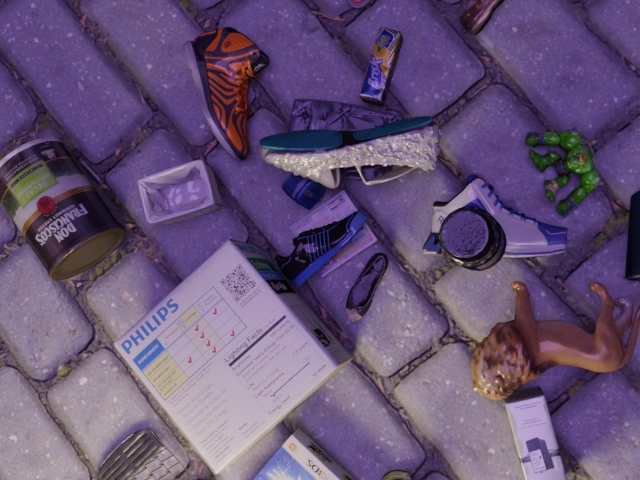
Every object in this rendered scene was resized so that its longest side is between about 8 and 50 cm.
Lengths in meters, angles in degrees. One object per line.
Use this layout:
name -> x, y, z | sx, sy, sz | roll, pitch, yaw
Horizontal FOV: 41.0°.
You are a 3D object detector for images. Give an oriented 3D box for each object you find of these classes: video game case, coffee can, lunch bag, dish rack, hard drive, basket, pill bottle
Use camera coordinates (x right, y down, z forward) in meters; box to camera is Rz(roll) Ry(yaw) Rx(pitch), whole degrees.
video game case -> 0.029, -0.015, 1.985 | 0.157, 0.019, 0.143 | -34, 82, 5
video game case -> -0.049, 0.602, 1.915 | 0.244, 0.061, 0.270 | 41, 103, 11
coffee can -> -0.615, -0.074, 1.999 | 0.201, 0.201, 0.275 | -38, 81, 5
lunch bag -> -0.034, -0.113, 1.964 | 0.067, 0.098, 0.065 | -49, 63, 5
dish rack -> -0.392, 0.584, 1.985 | 0.208, 0.074, 0.271 | -45, 81, 3
hard drive -> 0.051, -0.230, 1.977 | 0.254, 0.054, 0.172 | 10, 88, 9
basket -> -0.325, -0.108, 2.004 | 0.167, 0.103, 0.113 | -17, 84, 7
pill bottle -> 0.305, -0.004, 1.724 | 0.122, 0.219, 0.123 | -2, 84, 17

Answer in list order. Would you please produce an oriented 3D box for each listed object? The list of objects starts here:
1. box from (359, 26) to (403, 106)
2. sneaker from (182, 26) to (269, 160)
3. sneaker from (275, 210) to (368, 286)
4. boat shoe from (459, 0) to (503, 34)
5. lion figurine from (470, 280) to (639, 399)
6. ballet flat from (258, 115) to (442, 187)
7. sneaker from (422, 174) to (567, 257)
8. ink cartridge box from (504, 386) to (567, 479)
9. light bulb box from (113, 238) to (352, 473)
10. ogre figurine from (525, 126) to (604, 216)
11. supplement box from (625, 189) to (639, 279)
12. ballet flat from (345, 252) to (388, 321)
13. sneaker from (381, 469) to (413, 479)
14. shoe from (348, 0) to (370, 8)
box -> 0.140, -0.399, 1.971 | 0.054, 0.059, 0.169 | 16, 89, 12
sneaker -> -0.190, -0.356, 1.988 | 0.180, 0.124, 0.321 | -23, 83, 8
sneaker -> 0.000, 0.000, 1.936 | 0.232, 0.081, 0.090 | -42, 89, 5
boat shoe -> 0.384, -0.554, 1.940 | 0.060, 0.064, 0.178 | 38, 95, 7
lion figurine -> 0.514, 0.217, 1.808 | 0.391, 0.142, 0.240 | -3, 63, 16
ballet flat -> 0.068, -0.180, 1.881 | 0.408, 0.147, 0.147 | -6, 85, 7
sneaker -> 0.382, -0.053, 1.876 | 0.315, 0.127, 0.182 | 1, 89, 11
ink cartridge box -> 0.457, 0.429, 1.820 | 0.086, 0.153, 0.209 | -14, 86, 9
light bulb box -> -0.186, 0.247, 1.897 | 0.358, 0.225, 0.361 | -42, 80, 5
ogre figurine -> 0.538, -0.165, 1.880 | 0.118, 0.096, 0.197 | -26, 67, 24
supplement box -> 0.836, 0.001, 1.765 | 0.356, 0.194, 0.195 | 4, 87, 10
ballet flat -> 0.101, 0.105, 1.949 | 0.057, 0.049, 0.173 | 25, 91, 11
sneaker -> 0.169, 0.663, 1.865 | 0.111, 0.121, 0.300 | -7, 85, 9
shoe -> 0.112, -0.629, 1.979 | 0.063, 0.081, 0.178 | 29, 91, 10
